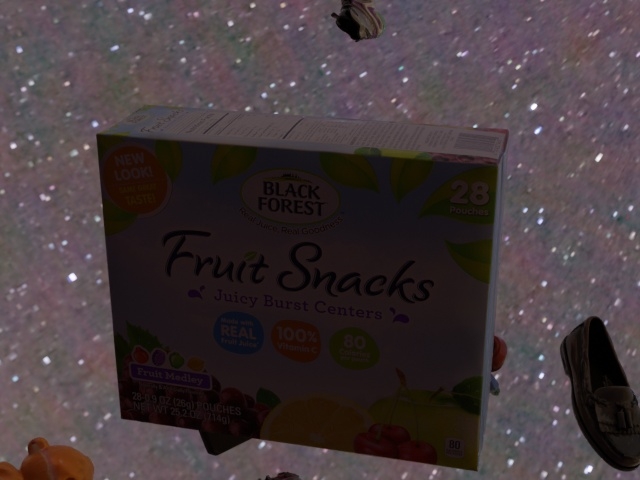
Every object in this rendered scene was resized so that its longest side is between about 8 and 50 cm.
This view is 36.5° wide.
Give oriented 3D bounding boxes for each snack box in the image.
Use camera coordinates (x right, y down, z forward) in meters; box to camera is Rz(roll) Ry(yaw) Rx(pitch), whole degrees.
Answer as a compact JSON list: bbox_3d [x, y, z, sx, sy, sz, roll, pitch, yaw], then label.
[{"bbox_3d":[-0.009,0.022,0.528,0.207,0.070,0.174,6,-67,12],"label":"snack box"}]

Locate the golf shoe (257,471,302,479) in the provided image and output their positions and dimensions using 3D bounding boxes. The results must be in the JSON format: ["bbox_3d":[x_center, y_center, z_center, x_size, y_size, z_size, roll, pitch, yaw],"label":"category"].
[{"bbox_3d":[-0.070,0.250,0.705,0.086,0.186,0.067,47,-10,-4],"label":"golf shoe"}]

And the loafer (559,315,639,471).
[{"bbox_3d":[0.454,0.237,1.557,0.096,0.267,0.084,6,-47,-16],"label":"loafer"}]

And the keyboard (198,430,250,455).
[{"bbox_3d":[-0.143,0.194,1.617,0.033,0.202,0.317,36,-35,59],"label":"keyboard"}]

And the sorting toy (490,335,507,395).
[{"bbox_3d":[0.184,0.158,1.134,0.061,0.102,0.042,37,-11,49],"label":"sorting toy"}]

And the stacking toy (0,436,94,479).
[{"bbox_3d":[-0.300,0.204,0.653,0.166,0.302,0.175,-8,-81,65],"label":"stacking toy"}]

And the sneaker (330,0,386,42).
[{"bbox_3d":[0.034,-0.289,1.193,0.038,0.069,0.098,-36,-98,51],"label":"sneaker"}]
